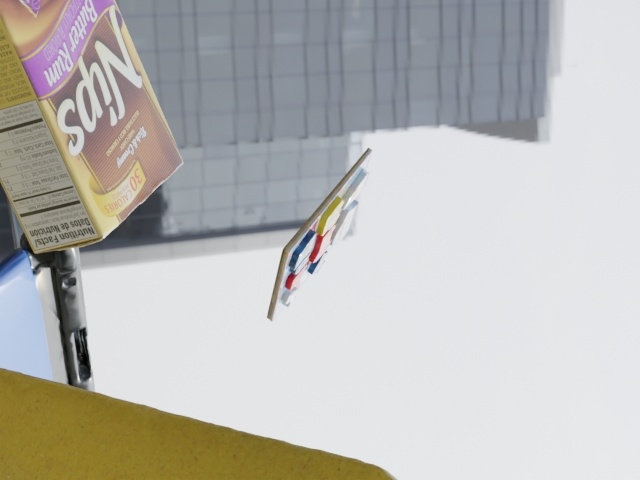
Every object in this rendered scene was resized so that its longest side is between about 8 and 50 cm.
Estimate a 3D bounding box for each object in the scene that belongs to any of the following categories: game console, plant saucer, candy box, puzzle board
[{"bbox_3d":[-0.277,0.080,0.918,0.293,0.173,0.250,98,-30,-48],"label":"game console"},{"bbox_3d":[-0.067,0.248,0.736,0.333,0.081,0.332,8,-48,32],"label":"plant saucer"},{"bbox_3d":[-0.151,-0.100,0.638,0.186,0.053,0.109,70,26,-21],"label":"candy box"},{"bbox_3d":[0.000,0.000,0.796,0.011,0.096,0.128,36,-24,8],"label":"puzzle board"}]
